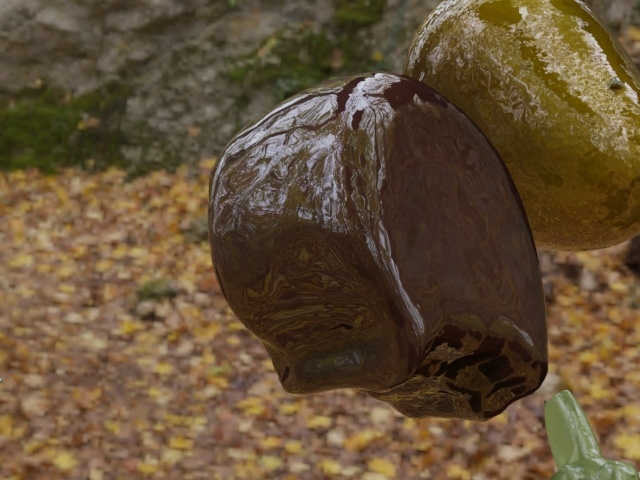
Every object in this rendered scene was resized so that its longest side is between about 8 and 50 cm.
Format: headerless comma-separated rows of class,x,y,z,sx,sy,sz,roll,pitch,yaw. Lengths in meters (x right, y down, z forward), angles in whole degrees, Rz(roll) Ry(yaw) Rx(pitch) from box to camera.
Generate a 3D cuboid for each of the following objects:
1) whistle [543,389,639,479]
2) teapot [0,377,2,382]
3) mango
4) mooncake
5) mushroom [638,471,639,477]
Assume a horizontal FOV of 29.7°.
whistle,0.294,0.288,1.211,0.141,0.141,0.294,7,44,0
teapot,-0.441,0.175,1.280,0.232,0.159,0.159,-38,-23,26
mango,0.262,-0.148,1.419,0.221,0.301,0.445,-7,27,-28
mooncake,0.057,0.021,1.032,0.174,0.333,0.326,-20,11,30
mushroom,0.559,0.314,1.307,0.325,0.353,0.353,-21,14,-26
